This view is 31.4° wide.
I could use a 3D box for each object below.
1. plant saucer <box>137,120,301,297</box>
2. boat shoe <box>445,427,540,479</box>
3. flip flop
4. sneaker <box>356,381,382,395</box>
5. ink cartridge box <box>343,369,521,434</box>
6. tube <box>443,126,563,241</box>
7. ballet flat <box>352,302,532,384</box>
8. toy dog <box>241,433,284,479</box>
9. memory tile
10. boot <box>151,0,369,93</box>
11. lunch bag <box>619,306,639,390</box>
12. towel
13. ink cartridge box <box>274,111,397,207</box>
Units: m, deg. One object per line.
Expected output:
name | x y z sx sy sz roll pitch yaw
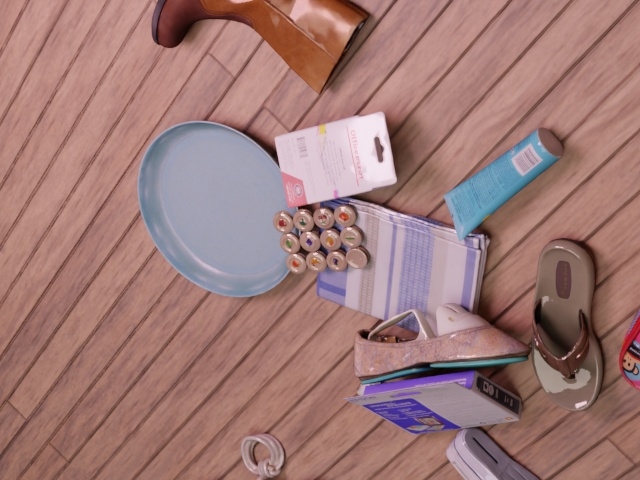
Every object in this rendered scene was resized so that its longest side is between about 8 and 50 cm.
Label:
plant saucer | -0.165 -0.056 1.909 0.317 0.044 0.318 12 119 23
boat shoe | 0.300 0.404 1.865 0.226 0.083 0.076 50 140 13
flip flop | 0.359 0.133 1.683 0.112 0.080 0.277 8 117 26
sneaker | 0.095 0.238 1.921 0.037 0.032 0.083 31 131 -4
ink cartridge box | 0.177 0.249 1.792 0.206 0.045 0.208 -14 149 34
tube | 0.259 -0.085 1.648 0.207 0.052 0.080 -39 51 37
ballet flat | 0.173 0.153 1.752 0.316 0.107 0.106 -13 81 35
toy dog | -0.151 0.534 2.122 0.220 0.161 0.334 45 127 3
memory tile | 0.000 0.000 1.814 0.148 0.012 0.113 -6 113 26
boot | -0.098 -0.325 1.730 0.280 0.096 0.264 39 119 -2
lunch bag | 0.582 0.137 1.544 0.293 0.120 0.258 28 121 13
towel | 0.124 0.042 1.802 0.285 0.034 0.209 17 123 24
ink cartridge box | 0.036 -0.124 1.729 0.198 0.067 0.115 -10 91 34
